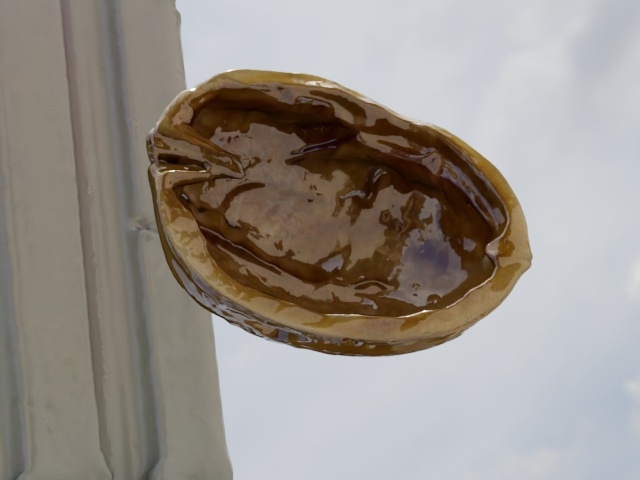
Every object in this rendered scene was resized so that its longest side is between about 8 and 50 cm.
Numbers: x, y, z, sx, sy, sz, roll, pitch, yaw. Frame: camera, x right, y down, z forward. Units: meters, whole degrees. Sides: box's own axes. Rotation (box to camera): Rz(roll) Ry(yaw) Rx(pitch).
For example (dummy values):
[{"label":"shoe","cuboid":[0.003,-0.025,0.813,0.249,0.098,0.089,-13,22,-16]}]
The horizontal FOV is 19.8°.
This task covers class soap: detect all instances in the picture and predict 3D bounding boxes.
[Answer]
[{"label":"soap","cuboid":[-0.269,0.005,1.324,0.350,0.213,0.435,1,-110,-34]}]

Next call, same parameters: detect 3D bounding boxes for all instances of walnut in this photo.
[{"label":"walnut","cuboid":[0.001,0.002,0.980,0.087,0.211,0.167,110,180,-50]}]
